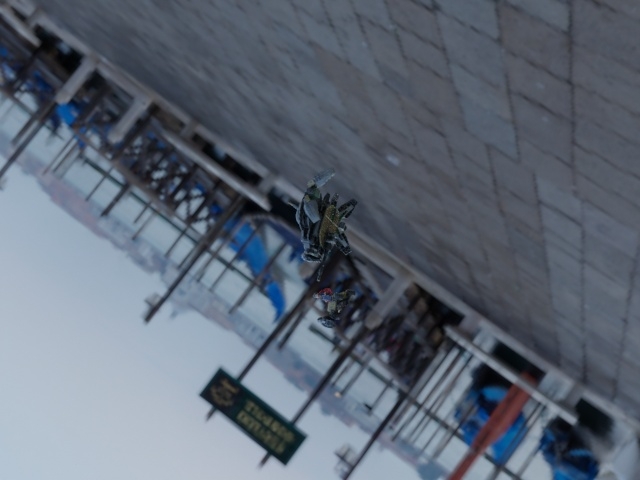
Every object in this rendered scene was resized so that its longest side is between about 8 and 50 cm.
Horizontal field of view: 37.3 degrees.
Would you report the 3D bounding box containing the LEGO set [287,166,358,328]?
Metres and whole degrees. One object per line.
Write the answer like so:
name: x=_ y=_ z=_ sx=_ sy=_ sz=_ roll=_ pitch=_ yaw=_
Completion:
LEGO set: x=-0.001 y=0.002 z=0.461 sx=0.023 sy=0.083 sz=0.054 roll=11 pitch=-162 yaw=23
